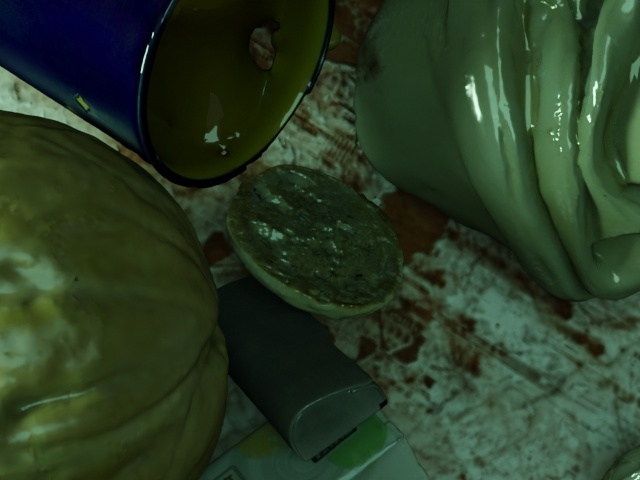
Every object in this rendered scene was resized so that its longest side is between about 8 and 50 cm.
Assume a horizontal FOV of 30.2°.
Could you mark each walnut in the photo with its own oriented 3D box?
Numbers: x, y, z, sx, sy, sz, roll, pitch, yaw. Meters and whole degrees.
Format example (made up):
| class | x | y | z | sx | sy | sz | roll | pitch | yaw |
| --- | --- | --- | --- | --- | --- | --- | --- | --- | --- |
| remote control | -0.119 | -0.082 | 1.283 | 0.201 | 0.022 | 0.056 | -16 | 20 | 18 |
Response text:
| class | x | y | z | sx | sy | sz | roll | pitch | yaw |
| --- | --- | --- | --- | --- | --- | --- | --- | --- | --- |
| walnut | -0.226 | 0.069 | 0.760 | 0.333 | 0.333 | 0.333 | 1 | 85 | -10 |

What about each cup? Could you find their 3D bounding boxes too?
| class | x | y | z | sx | sy | sz | roll | pitch | yaw |
| --- | --- | --- | --- | --- | --- | --- | --- | --- | --- |
| cup | -0.125 | -0.158 | 0.836 | 0.256 | 0.255 | 0.178 | 31 | 87 | 29 |

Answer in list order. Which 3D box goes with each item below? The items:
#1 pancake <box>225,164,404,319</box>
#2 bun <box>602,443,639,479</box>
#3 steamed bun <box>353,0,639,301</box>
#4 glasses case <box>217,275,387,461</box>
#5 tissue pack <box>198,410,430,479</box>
| class | x | y | z | sx | sy | sz | roll | pitch | yaw |
| --- | --- | --- | --- | --- | --- | --- | --- | --- | --- |
| pancake | 0.001 | -0.001 | 0.895 | 0.152 | 0.025 | 0.151 | 15 | 42 | -14 |
| bun | 0.289 | 0.210 | 0.936 | 0.138 | 0.094 | 0.138 | 7 | 110 | 19 |
| steamed bun | 0.216 | -0.131 | 0.882 | 0.324 | 0.219 | 0.309 | 37 | 80 | -5 |
| glasses case | -0.029 | 0.082 | 0.843 | 0.072 | 0.190 | 0.042 | -29 | 121 | -14 |
| tissue pack | -0.045 | 0.209 | 0.855 | 0.229 | 0.145 | 0.159 | -37 | 136 | -11 |
